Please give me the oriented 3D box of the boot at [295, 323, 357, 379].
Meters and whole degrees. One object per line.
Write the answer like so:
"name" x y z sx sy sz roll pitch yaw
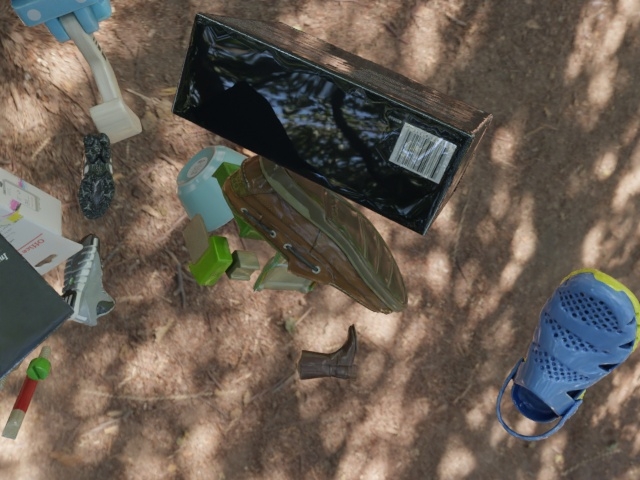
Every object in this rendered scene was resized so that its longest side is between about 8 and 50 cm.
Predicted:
"boot" 0.011 0.206 1.113 0.114 0.037 0.106 2 74 1

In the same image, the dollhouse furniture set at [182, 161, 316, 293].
"dollhouse furniture set" -0.104 -0.013 1.216 0.302 0.151 0.197 8 134 -45

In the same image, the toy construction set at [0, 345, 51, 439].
"toy construction set" -0.576 0.211 0.914 0.257 0.237 0.309 -33 123 16

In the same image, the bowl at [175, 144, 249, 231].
"bowl" -0.358 -0.195 1.990 0.311 0.311 0.163 -47 123 -5

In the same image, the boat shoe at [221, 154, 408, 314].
"boat shoe" 0.000 0.000 0.806 0.104 0.110 0.307 -31 117 24

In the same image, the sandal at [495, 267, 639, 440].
"sandal" 0.330 0.175 0.826 0.138 0.126 0.317 -32 142 -35

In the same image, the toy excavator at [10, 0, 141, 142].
"toy excavator" -0.559 -0.506 1.382 0.222 0.432 0.445 -22 146 0

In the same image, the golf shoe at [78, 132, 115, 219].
"golf shoe" -0.501 -0.139 1.353 0.077 0.094 0.198 5 80 -20

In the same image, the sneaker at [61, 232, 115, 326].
"sneaker" -0.555 0.105 1.472 0.132 0.086 0.228 40 46 -47

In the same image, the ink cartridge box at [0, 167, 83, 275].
"ink cartridge box" -0.421 -0.026 0.775 0.115 0.067 0.198 -29 144 15

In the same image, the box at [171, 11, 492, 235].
"box" 0.021 -0.124 0.589 0.184 0.261 0.103 -40 155 -62

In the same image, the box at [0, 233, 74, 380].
"box" -0.275 0.036 0.392 0.158 0.156 0.093 51 44 -15
